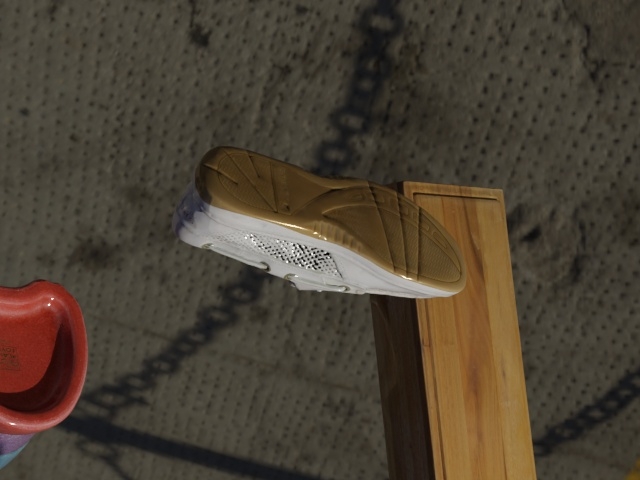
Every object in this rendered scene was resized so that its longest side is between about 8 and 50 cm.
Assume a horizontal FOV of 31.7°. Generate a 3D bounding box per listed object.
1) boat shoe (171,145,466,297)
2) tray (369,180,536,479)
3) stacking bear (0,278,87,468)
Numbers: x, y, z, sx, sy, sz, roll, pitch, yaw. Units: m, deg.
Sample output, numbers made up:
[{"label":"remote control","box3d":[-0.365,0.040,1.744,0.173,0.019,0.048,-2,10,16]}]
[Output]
[{"label":"boat shoe","box3d":[0.000,0.000,1.003,0.277,0.098,0.096,20,135,-24]},{"label":"tray","box3d":[0.157,0.142,1.325,0.076,0.410,0.203,-12,171,41]},{"label":"stacking bear","box3d":[-0.375,0.168,1.086,0.289,0.164,0.175,-35,148,30]}]
